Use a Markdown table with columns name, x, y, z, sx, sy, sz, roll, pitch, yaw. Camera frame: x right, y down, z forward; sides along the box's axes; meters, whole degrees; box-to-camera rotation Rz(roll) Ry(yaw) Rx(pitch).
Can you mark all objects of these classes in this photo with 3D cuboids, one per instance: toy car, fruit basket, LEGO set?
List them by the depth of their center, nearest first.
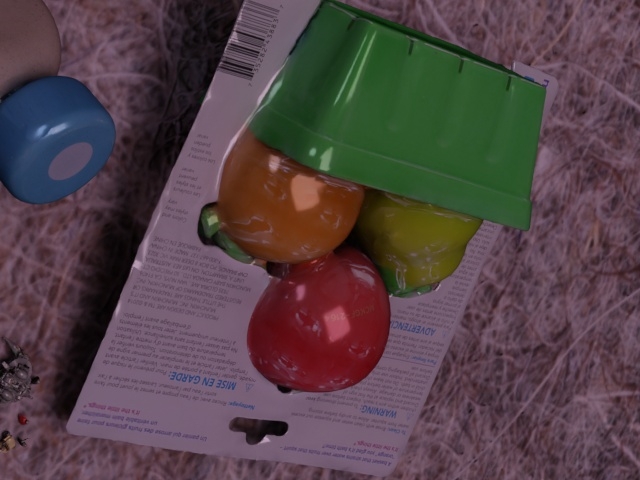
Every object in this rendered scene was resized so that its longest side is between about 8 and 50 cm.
| name | x | y | z | sx | sy | sz | roll | pitch | yaw |
| --- | --- | --- | --- | --- | --- | --- | --- | --- | --- |
| toy car | -0.277 | -0.051 | 1.064 | 0.210 | 0.219 | 0.238 | -14 | 145 | -44 |
| LEGO set | -0.212 | 0.110 | 1.243 | 0.054 | 0.023 | 0.083 | -28 | 119 | -31 |
| fruit basket | 0.000 | 0.000 | 1.333 | 0.327 | 0.165 | 0.353 | 13 | 110 | -41 |
